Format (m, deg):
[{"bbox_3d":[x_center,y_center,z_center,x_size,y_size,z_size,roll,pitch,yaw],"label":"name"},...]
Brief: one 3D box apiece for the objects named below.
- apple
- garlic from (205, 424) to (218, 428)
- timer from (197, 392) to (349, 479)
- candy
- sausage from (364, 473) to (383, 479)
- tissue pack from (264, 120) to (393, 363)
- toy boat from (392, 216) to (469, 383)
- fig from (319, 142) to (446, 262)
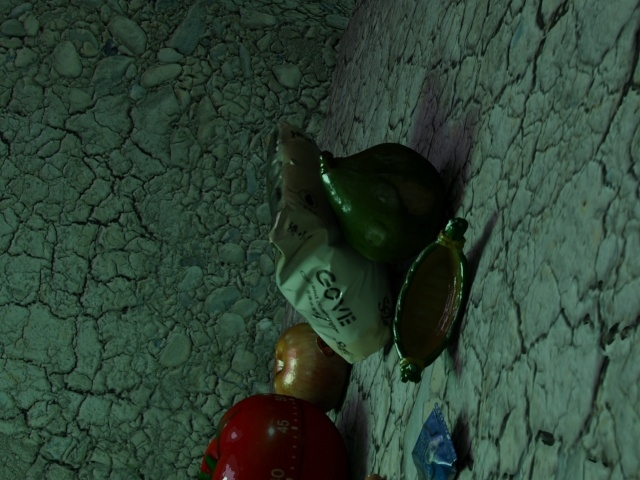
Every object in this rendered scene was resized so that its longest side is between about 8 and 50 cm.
[{"bbox_3d":[-0.024,0.290,1.665,0.209,0.164,0.210,-169,90,-81],"label":"apple"},{"bbox_3d":[-0.152,0.576,1.902,0.340,0.245,0.232,155,115,-67],"label":"garlic"},{"bbox_3d":[-0.095,0.489,1.409,0.378,0.279,0.378,-165,90,-82],"label":"timer"},{"bbox_3d":[0.142,0.281,0.913,0.088,0.038,0.136,-109,23,-51],"label":"candy"},{"bbox_3d":[0.081,0.409,1.147,0.034,0.034,0.083,111,170,-49],"label":"sausage"},{"bbox_3d":[0.000,0.000,1.370,0.376,0.195,0.390,56,-164,-32],"label":"tissue pack"},{"bbox_3d":[0.150,0.079,0.980,0.088,0.088,0.230,12,-86,-83],"label":"toy boat"},{"bbox_3d":[0.087,-0.075,1.179,0.195,0.244,0.195,-51,26,36],"label":"fig"}]
